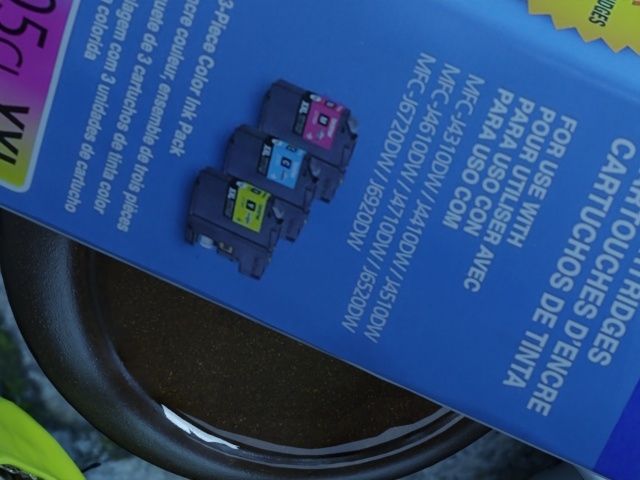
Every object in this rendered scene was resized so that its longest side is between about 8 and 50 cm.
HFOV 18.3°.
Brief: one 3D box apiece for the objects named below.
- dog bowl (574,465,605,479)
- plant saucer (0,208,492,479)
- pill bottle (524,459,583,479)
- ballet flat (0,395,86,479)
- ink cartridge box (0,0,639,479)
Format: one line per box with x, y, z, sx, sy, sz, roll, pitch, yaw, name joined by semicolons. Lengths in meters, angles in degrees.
0.232;0.041;0.889;0.265;0.265;0.104;-30;142;5;dog bowl
0.000;0.000;0.960;0.310;0.050;0.311;-3;114;-7;plant saucer
0.191;0.162;1.001;0.283;0.160;0.160;-31;115;5;pill bottle
-0.117;0.168;0.999;0.077;0.077;0.231;-39;114;8;ballet flat
0.074;-0.070;0.743;0.395;0.270;0.151;25;124;4;ink cartridge box
